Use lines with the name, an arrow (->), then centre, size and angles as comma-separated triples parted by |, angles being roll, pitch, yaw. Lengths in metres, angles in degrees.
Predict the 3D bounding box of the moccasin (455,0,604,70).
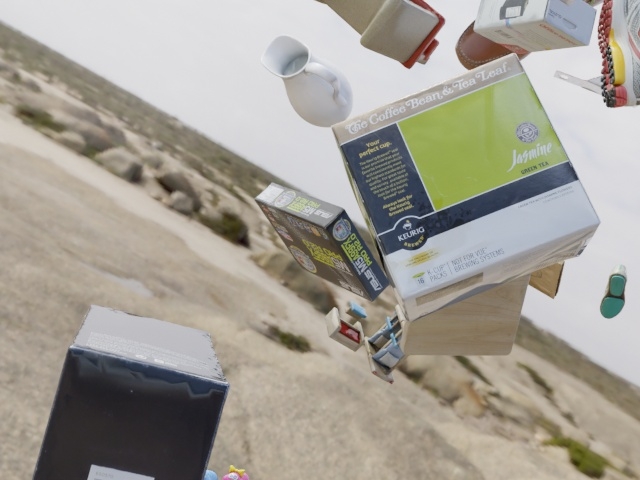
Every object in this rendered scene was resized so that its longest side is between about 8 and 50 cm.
moccasin -> 0.443, -0.465, 1.708 | 0.139, 0.380, 0.147 | 65, 5, 12

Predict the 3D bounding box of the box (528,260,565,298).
box -> 0.448, 0.041, 1.916 | 0.201, 0.021, 0.164 | 32, -20, 24

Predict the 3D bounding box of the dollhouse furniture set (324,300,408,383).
dollhouse furniture set -> 0.127, 0.215, 1.958 | 0.184, 0.129, 0.129 | 32, 23, -25

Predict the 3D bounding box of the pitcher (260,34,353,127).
pitcher -> -0.001, -0.306, 1.706 | 0.178, 0.125, 0.207 | 34, -4, 39

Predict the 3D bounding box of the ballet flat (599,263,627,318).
ballet flat -> 0.738, 0.127, 2.127 | 0.057, 0.052, 0.168 | 14, -43, 15

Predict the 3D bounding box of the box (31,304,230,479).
box -> -0.251, 0.281, 1.040 | 0.179, 0.343, 0.312 | 16, 0, -11

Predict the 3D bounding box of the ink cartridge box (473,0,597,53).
ink cartridge box -> 0.389, -0.399, 1.546 | 0.128, 0.072, 0.175 | 17, -4, -34

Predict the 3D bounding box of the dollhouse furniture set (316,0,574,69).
dollhouse furniture set -> 0.112, -0.278, 0.706 | 0.262, 0.259, 0.135 | 46, 24, 19

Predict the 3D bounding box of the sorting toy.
sorting toy -> 0.303, 0.114, 1.835 | 0.257, 0.255, 0.089 | 3, 20, -17

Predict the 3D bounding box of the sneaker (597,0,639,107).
sneaker -> 0.471, -0.302, 1.281 | 0.093, 0.225, 0.088 | 0, -15, 5

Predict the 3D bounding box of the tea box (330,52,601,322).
tea box -> 0.232, -0.081, 1.430 | 0.220, 0.329, 0.323 | 63, 7, -74

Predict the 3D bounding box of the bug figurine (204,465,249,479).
bug figurine -> -0.112, 0.467, 1.536 | 0.279, 0.072, 0.216 | 19, -10, 9

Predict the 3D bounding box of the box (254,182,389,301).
box -> 0.000, 0.000, 1.766 | 0.270, 0.060, 0.216 | 24, -28, 52

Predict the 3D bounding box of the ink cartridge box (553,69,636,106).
ink cartridge box -> 0.701, -0.398, 2.126 | 0.225, 0.056, 0.181 | 25, 10, 10
